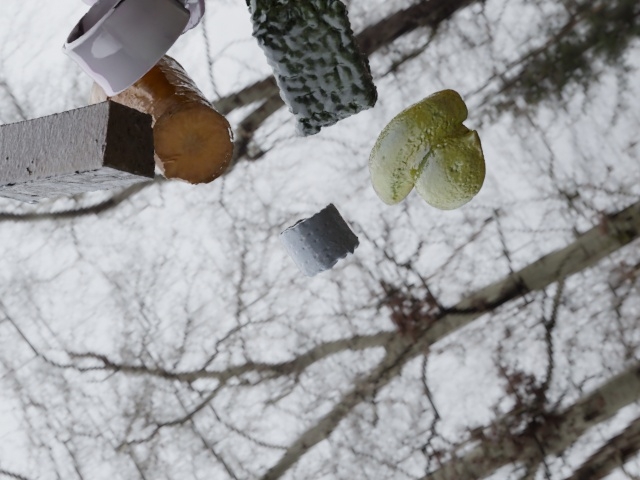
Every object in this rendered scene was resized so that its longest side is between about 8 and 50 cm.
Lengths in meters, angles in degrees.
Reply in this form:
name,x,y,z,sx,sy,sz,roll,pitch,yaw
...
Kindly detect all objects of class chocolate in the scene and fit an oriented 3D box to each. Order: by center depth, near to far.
name,x,y,z,sx,sy,sz,roll,pitch,yaw
chocolate,-0.385,-0.130,1.624,0.112,0.321,0.112,13,-105,-48

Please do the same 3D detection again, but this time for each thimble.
name,x,y,z,sx,sy,sz,roll,pitch,yaw
thimble,-0.002,0.002,2.232,0.118,0.127,0.151,57,-148,-3

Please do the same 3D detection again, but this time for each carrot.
name,x,y,z,sx,sy,sz,roll,pitch,yaw
carrot,-0.270,-0.195,1.820,0.196,0.196,0.254,35,-174,-34

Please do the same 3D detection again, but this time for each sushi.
name,x,y,z,sx,sy,sz,roll,pitch,yaw
sushi,-0.025,-0.404,2.063,0.294,0.178,0.352,-101,-10,-47

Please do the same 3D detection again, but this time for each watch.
name,x,y,z,sx,sy,sz,roll,pitch,yaw
watch,-0.316,-0.339,1.695,0.211,0.248,0.217,46,-127,-25

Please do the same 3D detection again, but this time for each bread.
name,x,y,z,sx,sy,sz,roll,pitch,yaw
bread,0.126,-0.097,1.392,0.065,0.188,0.149,-14,-108,-50
